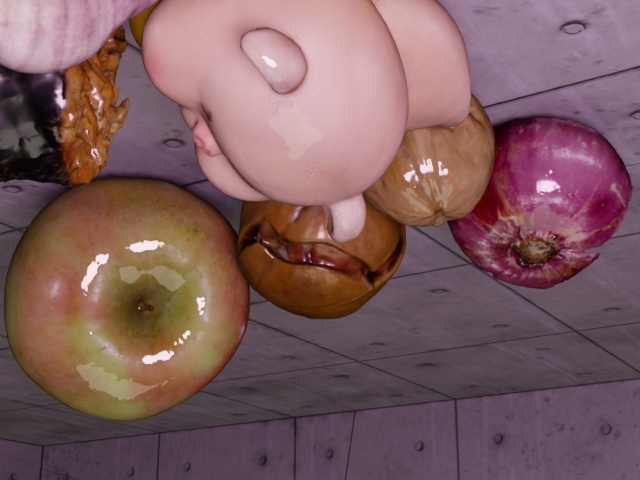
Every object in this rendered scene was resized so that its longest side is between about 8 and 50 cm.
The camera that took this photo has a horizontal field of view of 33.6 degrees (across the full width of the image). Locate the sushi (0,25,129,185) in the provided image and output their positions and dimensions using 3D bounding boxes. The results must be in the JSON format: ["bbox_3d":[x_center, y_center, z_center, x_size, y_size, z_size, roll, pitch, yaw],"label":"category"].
[{"bbox_3d":[-0.252,-0.155,0.819,0.207,0.234,0.348,-2,-166,-12],"label":"sushi"}]

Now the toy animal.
[{"bbox_3d":[-0.030,-0.124,0.894,0.277,0.247,0.345,-5,160,19],"label":"toy animal"}]

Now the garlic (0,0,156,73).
[{"bbox_3d":[-0.164,-0.241,0.571,0.245,0.245,0.253,7,161,-19],"label":"garlic"}]

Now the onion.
[{"bbox_3d":[0.236,-0.051,1.217,0.200,0.201,0.207,9,171,-24],"label":"onion"}]

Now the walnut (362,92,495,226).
[{"bbox_3d":[0.107,-0.091,1.109,0.166,0.167,0.149,-5,145,14],"label":"walnut"}]

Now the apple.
[{"bbox_3d":[-0.249,0.070,1.373,0.319,0.319,0.277,6,-172,-16],"label":"apple"}]

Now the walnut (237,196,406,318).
[{"bbox_3d":[0.000,0.000,1.316,0.209,0.209,0.336,1,171,-1],"label":"walnut"}]
